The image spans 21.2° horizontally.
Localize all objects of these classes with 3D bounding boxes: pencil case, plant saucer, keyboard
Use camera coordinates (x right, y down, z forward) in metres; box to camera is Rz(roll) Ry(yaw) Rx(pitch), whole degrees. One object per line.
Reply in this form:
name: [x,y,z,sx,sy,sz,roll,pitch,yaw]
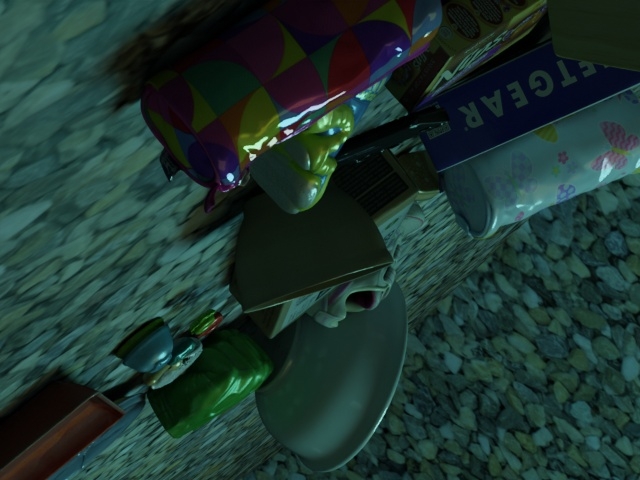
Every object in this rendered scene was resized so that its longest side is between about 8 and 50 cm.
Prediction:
pencil case: [0.287,-0.096,2.131,0.273,0.113,0.124,-23,121,-19]
pencil case: [-0.020,-0.126,1.230,0.236,0.104,0.104,-38,171,-19]
plant saucer: [-0.342,0.245,1.887,0.258,0.048,0.259,-39,172,-6]
keyboard: [0.040,-0.095,1.695,0.180,0.023,0.108,-20,175,29]

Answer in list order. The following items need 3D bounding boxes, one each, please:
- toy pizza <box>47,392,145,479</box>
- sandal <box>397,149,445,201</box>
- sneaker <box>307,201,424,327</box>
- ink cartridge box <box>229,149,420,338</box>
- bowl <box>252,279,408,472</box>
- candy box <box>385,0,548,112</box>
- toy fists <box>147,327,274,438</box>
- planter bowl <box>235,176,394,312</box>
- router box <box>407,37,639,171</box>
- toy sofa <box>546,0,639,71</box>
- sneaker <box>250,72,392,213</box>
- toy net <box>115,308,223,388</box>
toy pizza: [-0.302,0.251,2.134,0.201,0.032,0.201,-40,171,-8]
sandal: [0.184,-0.112,2.187,0.240,0.088,0.079,-22,166,-50]
sneaker: [0.056,0.036,2.301,0.252,0.111,0.103,-36,170,-28]
ink cartridge box: [0.000,0.000,1.971,0.193,0.088,0.235,-36,170,-17]
bowl: [-0.013,0.165,2.394,0.298,0.134,0.298,-46,-148,41]
candy box: [0.153,-0.210,1.682,0.186,0.053,0.109,-36,172,-32]
toy fists: [-0.140,0.179,2.244,0.142,0.096,0.279,-32,175,2]
planter bowl: [-0.018,-0.003,1.732,0.162,0.109,0.162,-18,176,-1]
router box: [0.313,-0.209,1.929,0.335,0.082,0.301,-23,-176,41]
toy sofa: [0.355,-0.300,1.507,0.362,0.150,0.177,-34,125,-34]
sneaker: [0.007,-0.108,1.454,0.126,0.091,0.240,-38,170,-19]
toy net: [-0.171,0.120,2.007,0.122,0.045,0.232,-41,173,-6]
